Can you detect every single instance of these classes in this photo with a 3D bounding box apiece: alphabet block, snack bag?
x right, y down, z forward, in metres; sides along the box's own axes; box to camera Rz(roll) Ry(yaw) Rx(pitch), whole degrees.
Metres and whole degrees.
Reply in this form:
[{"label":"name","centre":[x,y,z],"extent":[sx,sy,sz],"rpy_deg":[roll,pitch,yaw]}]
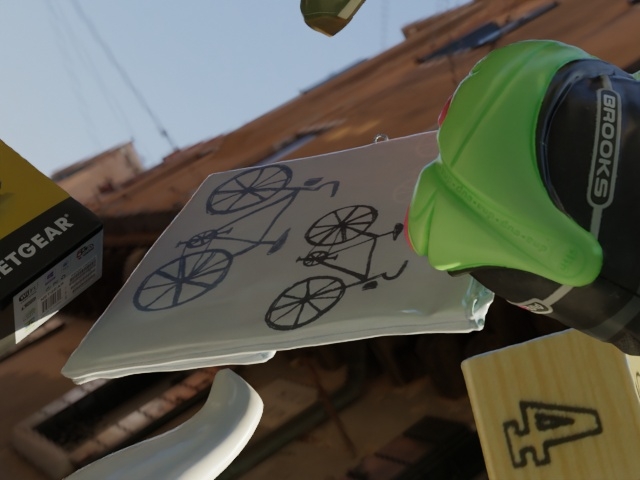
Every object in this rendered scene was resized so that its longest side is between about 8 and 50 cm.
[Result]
[{"label":"alphabet block","centre":[0.302,0.224,1.337],"extent":[0.192,0.194,0.197],"rpy_deg":[28,46,-61]},{"label":"snack bag","centre":[0.000,0.000,0.907],"extent":[0.343,0.323,0.037],"rpy_deg":[-10,-63,23]}]

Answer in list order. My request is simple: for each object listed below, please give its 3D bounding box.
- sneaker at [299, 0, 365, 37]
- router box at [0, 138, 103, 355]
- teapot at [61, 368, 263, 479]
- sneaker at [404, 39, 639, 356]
[{"label":"sneaker","centre":[0.016,-0.208,0.672],"extent":[0.086,0.064,0.192],"rpy_deg":[25,-38,-16]},{"label":"router box","centre":[-0.358,0.022,0.841],"extent":[0.243,0.309,0.081],"rpy_deg":[36,-36,16]},{"label":"teapot","centre":[-0.097,0.238,0.547],"extent":[0.256,0.187,0.252],"rpy_deg":[-47,-119,38]},{"label":"sneaker","centre":[0.251,-0.027,0.698],"extent":[0.202,0.483,0.185],"rpy_deg":[41,-52,28]}]
